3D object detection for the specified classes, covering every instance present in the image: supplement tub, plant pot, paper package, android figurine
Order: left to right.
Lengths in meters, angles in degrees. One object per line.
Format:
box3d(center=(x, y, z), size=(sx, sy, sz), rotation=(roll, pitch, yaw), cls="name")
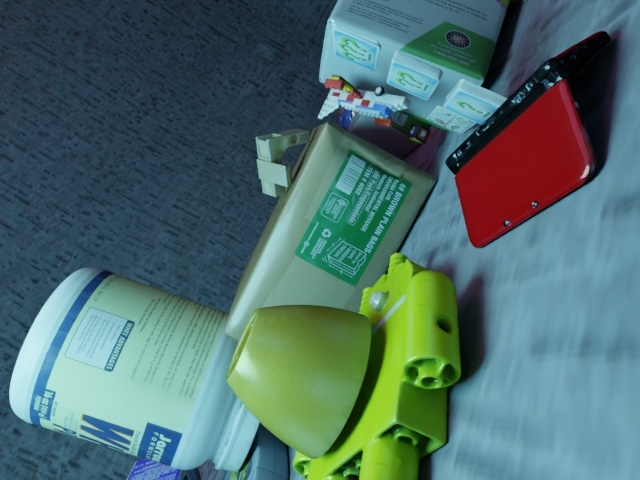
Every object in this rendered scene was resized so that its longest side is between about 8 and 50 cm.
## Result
box3d(center=(-0.246, 0.197, 0.769), size=(0.235, 0.324, 0.236), rotation=(-159, 90, -84), cls="supplement tub")
box3d(center=(-0.028, 0.111, 0.458), size=(0.134, 0.095, 0.134), rotation=(-156, 90, -81), cls="plant pot")
box3d(center=(0.000, 0.000, 0.800), size=(0.325, 0.168, 0.309), rotation=(-62, 9, 8), cls="paper package")
box3d(center=(0.049, 0.126, 0.464), size=(0.248, 0.056, 0.273), rotation=(-57, 11, 43), cls="android figurine")

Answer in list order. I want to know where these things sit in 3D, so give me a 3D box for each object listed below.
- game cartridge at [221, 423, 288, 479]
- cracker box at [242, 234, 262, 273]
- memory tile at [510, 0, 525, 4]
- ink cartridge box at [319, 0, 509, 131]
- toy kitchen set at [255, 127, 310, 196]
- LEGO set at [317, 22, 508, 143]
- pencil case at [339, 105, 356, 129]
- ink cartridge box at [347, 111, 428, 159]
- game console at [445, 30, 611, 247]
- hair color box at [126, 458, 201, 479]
box3d(center=(-0.111, 0.379, 0.739), size=(0.196, 0.060, 0.294), rotation=(-61, 7, -5), cls="game cartridge")
box3d(center=(-0.127, 0.063, 1.517), size=(0.232, 0.155, 0.067), rotation=(-54, 12, 55), cls="cracker box")
box3d(center=(0.280, -0.346, 0.617), size=(0.113, 0.012, 0.148), rotation=(-62, 8, 17), cls="memory tile")
box3d(center=(0.143, -0.319, 0.705), size=(0.117, 0.201, 0.278), rotation=(105, -173, -66), cls="ink cartridge box")
box3d(center=(-0.041, -0.110, 0.732), size=(0.068, 0.075, 0.083), rotation=(22, 125, 46), cls="toy kitchen set")
box3d(center=(0.088, -0.150, 0.592), size=(0.244, 0.182, 0.060), rotation=(-47, -19, -87), cls="LEGO set")
box3d(center=(0.116, -0.322, 1.272), size=(0.133, 0.119, 0.306), rotation=(-61, 8, 9), cls="pencil case")
box3d(center=(0.107, -0.191, 0.927), size=(0.062, 0.108, 0.209), rotation=(-65, 7, -14), cls="ink cartridge box")
box3d(center=(0.177, -0.078, 0.420), size=(0.124, 0.085, 0.144), rotation=(-33, -8, -28), cls="game console")
box3d(center=(-0.230, 0.462, 0.732), size=(0.339, 0.110, 0.185), rotation=(-142, 36, -83), cls="hair color box")
